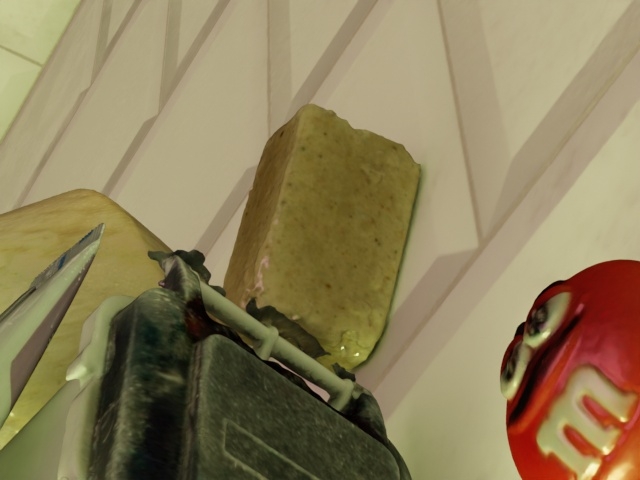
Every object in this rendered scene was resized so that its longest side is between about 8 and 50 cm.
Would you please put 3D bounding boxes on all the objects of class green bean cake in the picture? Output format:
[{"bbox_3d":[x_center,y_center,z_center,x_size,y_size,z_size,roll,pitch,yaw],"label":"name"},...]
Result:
[{"bbox_3d":[0.000,0.000,1.326,0.085,0.109,0.179,-34,35,56],"label":"green bean cake"}]

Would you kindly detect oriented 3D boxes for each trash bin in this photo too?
[{"bbox_3d":[-0.133,0.224,1.092,0.367,0.256,0.296,-39,30,28],"label":"trash bin"}]

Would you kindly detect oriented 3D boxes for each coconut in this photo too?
[{"bbox_3d":[-0.217,0.103,1.551,0.329,0.328,0.329,-53,21,32],"label":"coconut"}]

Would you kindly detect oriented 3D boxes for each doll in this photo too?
[{"bbox_3d":[0.148,0.081,0.859,0.183,0.085,0.217,-56,29,29],"label":"doll"}]

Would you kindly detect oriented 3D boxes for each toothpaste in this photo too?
[{"bbox_3d":[-0.222,0.111,1.057,0.114,0.073,0.299,-37,17,51],"label":"toothpaste"}]
